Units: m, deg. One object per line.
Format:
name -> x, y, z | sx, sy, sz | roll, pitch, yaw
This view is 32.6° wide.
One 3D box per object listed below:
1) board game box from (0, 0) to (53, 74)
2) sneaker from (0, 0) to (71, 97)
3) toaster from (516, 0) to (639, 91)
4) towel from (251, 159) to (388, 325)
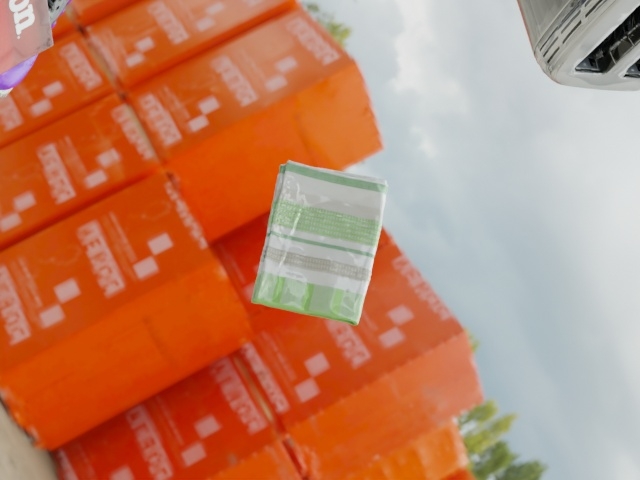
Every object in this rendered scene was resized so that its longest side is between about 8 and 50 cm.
board game box -> -0.329, -0.283, 1.030 | 0.027, 0.145, 0.281 | 23, -46, 25
sneaker -> -0.339, -0.285, 1.256 | 0.102, 0.146, 0.293 | 38, 28, -25
toaster -> 0.202, -0.197, 0.710 | 0.227, 0.129, 0.147 | 134, -46, -56
towel -> 0.000, 0.000, 1.085 | 0.023, 0.113, 0.152 | 84, 18, -73
